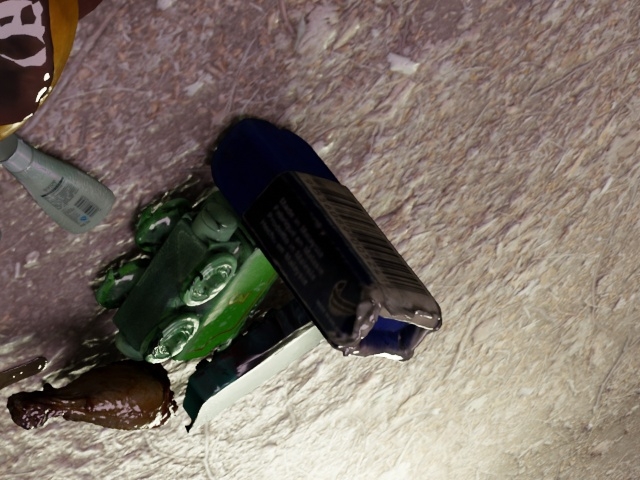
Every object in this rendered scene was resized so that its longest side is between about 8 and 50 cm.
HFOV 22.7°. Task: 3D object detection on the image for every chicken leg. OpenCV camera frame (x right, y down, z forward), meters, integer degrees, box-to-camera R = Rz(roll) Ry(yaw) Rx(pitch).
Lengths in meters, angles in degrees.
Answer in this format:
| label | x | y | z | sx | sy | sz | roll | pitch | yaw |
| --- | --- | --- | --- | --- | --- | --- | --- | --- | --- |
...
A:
| label | x | y | z | sx | sy | sz | roll | pitch | yaw |
| --- | --- | --- | --- | --- | --- | --- | --- | --- | --- |
| chicken leg | -0.273 | 0.191 | 2.001 | 0.177 | 0.083 | 0.322 | 1 | -178 | 4 |

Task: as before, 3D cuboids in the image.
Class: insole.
| label | x | y | z | sx | sy | sz | roll | pitch | yaw |
| --- | --- | --- | --- | --- | --- | --- | --- | --- | --- |
| insole | -0.404 | 0.179 | 2.001 | 0.135 | 0.002 | 0.045 | -23 | 146 | -26 |

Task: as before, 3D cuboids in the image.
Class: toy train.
| label | x | y | z | sx | sy | sz | roll | pitch | yaw |
| --- | --- | --- | --- | --- | --- | --- | --- | --- | --- |
| toy train | -0.156 | 0.047 | 1.978 | 0.188 | 0.132 | 0.243 | -3 | 136 | -54 |

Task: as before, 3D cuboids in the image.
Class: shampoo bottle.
| label | x | y | z | sx | sy | sz | roll | pitch | yaw |
| --- | --- | --- | --- | --- | --- | --- | --- | --- | --- |
| shampoo bottle | -0.298 | -0.065 | 1.754 | 0.069 | 0.041 | 0.191 | -37 | 150 | 6 |

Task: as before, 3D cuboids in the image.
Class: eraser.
| label | x | y | z | sx | sy | sz | roll | pitch | yaw |
| --- | --- | --- | --- | --- | --- | --- | --- | --- | --- |
| eraser | 0.000 | 0.000 | 1.874 | 0.101 | 0.332 | 0.155 | -48 | 149 | 17 |

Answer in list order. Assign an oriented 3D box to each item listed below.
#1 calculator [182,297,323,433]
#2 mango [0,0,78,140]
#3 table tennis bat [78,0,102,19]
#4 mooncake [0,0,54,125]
| label | x | y | z | sx | sy | sz | roll | pitch | yaw |
| --- | --- | --- | --- | --- | --- | --- | --- | --- | --- |
| calculator | -0.081 | 0.152 | 2.186 | 0.274 | 0.058 | 0.248 | -35 | 171 | -15 |
| mango | -0.328 | -0.174 | 1.503 | 0.157 | 0.109 | 0.262 | 24 | 129 | -37 |
| table tennis bat | -0.272 | -0.245 | 1.564 | 0.154 | 0.021 | 0.274 | 8 | 125 | -50 |
| mooncake | -0.372 | -0.170 | 1.277 | 0.174 | 0.334 | 0.326 | 98 | 14 | -50 |
